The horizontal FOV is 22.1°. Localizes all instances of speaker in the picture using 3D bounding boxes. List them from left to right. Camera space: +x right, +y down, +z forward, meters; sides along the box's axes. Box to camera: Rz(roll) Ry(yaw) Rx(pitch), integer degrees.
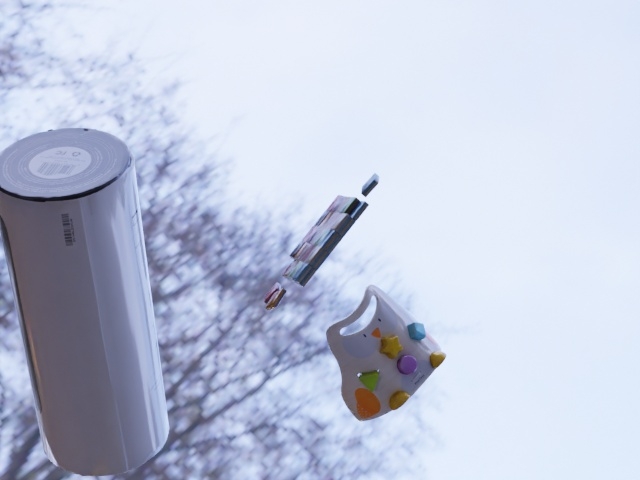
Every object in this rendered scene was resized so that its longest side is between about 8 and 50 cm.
[{"bbox_3d":[-0.093,0.027,0.651,0.055,0.055,0.136,11,-53,21],"label":"speaker"}]

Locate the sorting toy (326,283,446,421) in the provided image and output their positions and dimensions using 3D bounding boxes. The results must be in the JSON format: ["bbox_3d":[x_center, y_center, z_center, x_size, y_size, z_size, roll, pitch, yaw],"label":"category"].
[{"bbox_3d":[0.041,0.073,1.149,0.075,0.083,0.045,51,-21,-18],"label":"sorting toy"}]

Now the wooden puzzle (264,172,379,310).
[{"bbox_3d":[0.000,0.000,0.785,0.006,0.049,0.083,39,-95,-11],"label":"wooden puzzle"}]
